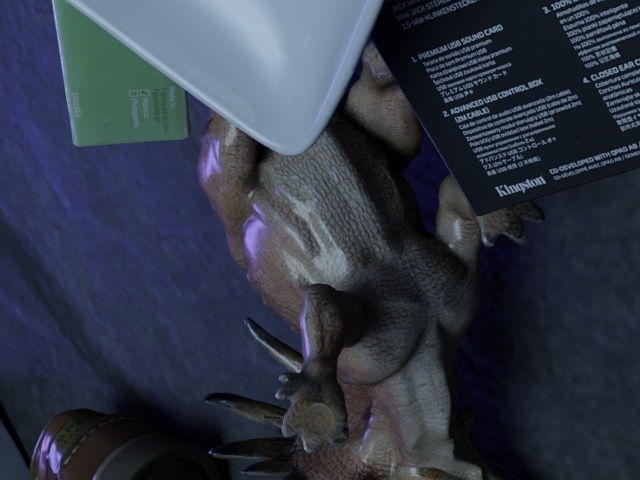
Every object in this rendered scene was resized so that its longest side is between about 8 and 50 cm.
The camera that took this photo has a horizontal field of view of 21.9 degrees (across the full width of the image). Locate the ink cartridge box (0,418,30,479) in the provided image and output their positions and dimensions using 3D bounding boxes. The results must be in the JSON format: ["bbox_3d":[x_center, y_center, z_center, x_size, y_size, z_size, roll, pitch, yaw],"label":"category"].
[{"bbox_3d":[-0.335,0.211,1.006,0.211,0.289,0.121,-30,89,47],"label":"ink cartridge box"}]

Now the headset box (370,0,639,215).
[{"bbox_3d":[0.080,-0.176,0.493,0.218,0.110,0.293,-18,112,40],"label":"headset box"}]

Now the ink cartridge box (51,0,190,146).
[{"bbox_3d":[-0.095,-0.181,0.693,0.171,0.056,0.235,90,172,-52],"label":"ink cartridge box"}]

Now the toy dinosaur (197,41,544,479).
[{"bbox_3d":[0.000,0.000,0.718,0.200,0.127,0.295,131,123,-71],"label":"toy dinosaur"}]

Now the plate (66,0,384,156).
[{"bbox_3d":[-0.063,-0.195,0.462,0.277,0.045,0.278,37,138,8],"label":"plate"}]

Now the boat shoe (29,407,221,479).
[{"bbox_3d":[-0.109,0.242,0.944,0.104,0.111,0.307,16,109,43],"label":"boat shoe"}]
